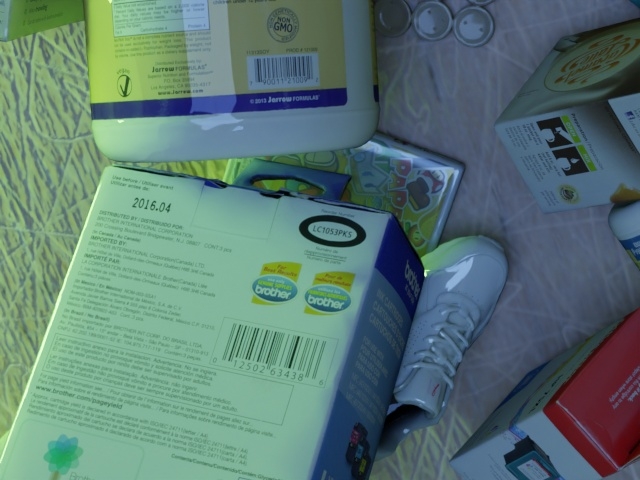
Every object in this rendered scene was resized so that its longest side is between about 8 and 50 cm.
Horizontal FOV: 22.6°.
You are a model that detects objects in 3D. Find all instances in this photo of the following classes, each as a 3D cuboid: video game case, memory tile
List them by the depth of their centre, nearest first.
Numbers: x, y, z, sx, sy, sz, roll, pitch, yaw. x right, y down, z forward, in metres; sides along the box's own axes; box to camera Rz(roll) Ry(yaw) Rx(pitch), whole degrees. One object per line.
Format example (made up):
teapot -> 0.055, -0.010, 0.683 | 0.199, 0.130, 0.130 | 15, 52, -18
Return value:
memory tile -> 0.086, -0.230, 1.396 | 0.148, 0.012, 0.113 | 10, 106, 11
video game case -> 0.000, 0.000, 1.466 | 0.206, 0.026, 0.227 | 21, 107, 8

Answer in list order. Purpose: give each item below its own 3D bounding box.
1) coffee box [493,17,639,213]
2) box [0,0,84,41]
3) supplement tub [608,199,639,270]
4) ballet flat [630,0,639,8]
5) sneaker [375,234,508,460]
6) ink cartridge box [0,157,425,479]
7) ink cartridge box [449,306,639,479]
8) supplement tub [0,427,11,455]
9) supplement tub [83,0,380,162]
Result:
coffee box -> 0.280, -0.111, 1.249 | 0.246, 0.141, 0.098 | -9, 122, 44
box -> -0.260, -0.307, 1.357 | 0.117, 0.213, 0.243 | 14, 107, 10
supplement tub -> 0.348, 0.021, 1.322 | 0.144, 0.144, 0.200 | -34, 93, 19
ballet flat -> 0.326, -0.193, 1.321 | 0.241, 0.091, 0.077 | 40, 79, -2
sneaker -> 0.097, 0.104, 1.405 | 0.090, 0.115, 0.232 | 29, 103, -22
ink cartridge box -> -0.080, 0.100, 1.335 | 0.270, 0.151, 0.395 | 11, 72, 20
ink cartridge box -> 0.221, 0.141, 1.332 | 0.078, 0.134, 0.231 | 47, 146, 0
supplement tub -> -0.202, 0.340, 1.489 | 0.325, 0.235, 0.235 | 35, 109, 4
supplement tub -> -0.078, -0.235, 1.306 | 0.241, 0.241, 0.331 | -2, 95, 14
